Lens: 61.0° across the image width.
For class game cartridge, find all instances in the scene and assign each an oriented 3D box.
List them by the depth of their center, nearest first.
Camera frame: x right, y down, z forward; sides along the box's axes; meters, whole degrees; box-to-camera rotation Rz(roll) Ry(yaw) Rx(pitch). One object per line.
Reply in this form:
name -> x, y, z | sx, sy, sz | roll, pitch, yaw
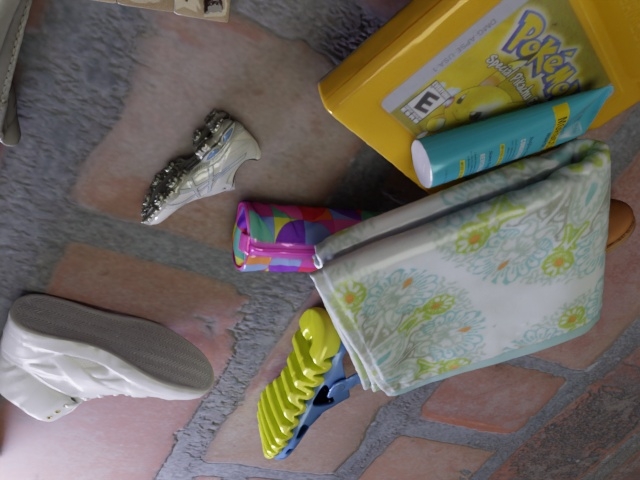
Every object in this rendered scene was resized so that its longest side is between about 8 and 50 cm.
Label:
game cartridge -> 0.207, -0.176, 0.564 | 0.324, 0.052, 0.285 | -34, 140, 26

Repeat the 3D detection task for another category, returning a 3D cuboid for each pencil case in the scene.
pencil case -> 0.000, 0.000, 0.739 | 0.237, 0.104, 0.104 | 3, 124, -16

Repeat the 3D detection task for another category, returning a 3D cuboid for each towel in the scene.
towel -> 0.197, 0.065, 0.721 | 0.375, 0.090, 0.320 | -22, 136, 3

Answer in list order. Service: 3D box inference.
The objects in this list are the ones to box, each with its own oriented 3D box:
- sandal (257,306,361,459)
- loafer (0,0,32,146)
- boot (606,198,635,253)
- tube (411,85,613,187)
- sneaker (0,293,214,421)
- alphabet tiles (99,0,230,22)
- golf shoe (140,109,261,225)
sandal -> -0.008, 0.256, 0.913 | 0.138, 0.126, 0.317 | 13, 122, -28
loafer -> -0.359, -0.139, 0.545 | 0.319, 0.112, 0.111 | -51, 158, 20
boot -> 0.337, -0.082, 0.782 | 0.284, 0.109, 0.220 | -7, 123, -1
tube -> 0.202, -0.110, 0.578 | 0.207, 0.052, 0.080 | -18, 159, -6
sneaker -> -0.319, 0.197, 0.798 | 0.293, 0.108, 0.169 | 25, 117, -19
alphabet tiles -> -0.148, -0.380, 0.474 | 0.285, 0.011, 0.342 | 2, 125, -17
golf shoe -> -0.146, -0.071, 0.668 | 0.176, 0.069, 0.086 | -41, 131, 17
